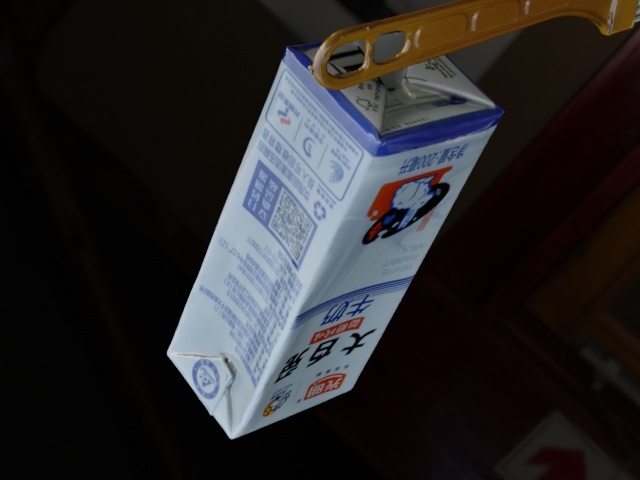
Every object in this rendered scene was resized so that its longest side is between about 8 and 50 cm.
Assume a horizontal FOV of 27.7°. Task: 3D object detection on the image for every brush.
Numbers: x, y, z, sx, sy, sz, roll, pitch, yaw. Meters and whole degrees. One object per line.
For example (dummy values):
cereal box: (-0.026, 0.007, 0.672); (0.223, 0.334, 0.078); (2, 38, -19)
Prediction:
brush: (0.130, -0.149, 0.824); (0.314, 0.090, 0.017); (-20, -133, -22)

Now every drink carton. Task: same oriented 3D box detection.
drink carton: (0.000, 0.000, 0.952); (0.131, 0.315, 0.106); (-16, -125, -38)
